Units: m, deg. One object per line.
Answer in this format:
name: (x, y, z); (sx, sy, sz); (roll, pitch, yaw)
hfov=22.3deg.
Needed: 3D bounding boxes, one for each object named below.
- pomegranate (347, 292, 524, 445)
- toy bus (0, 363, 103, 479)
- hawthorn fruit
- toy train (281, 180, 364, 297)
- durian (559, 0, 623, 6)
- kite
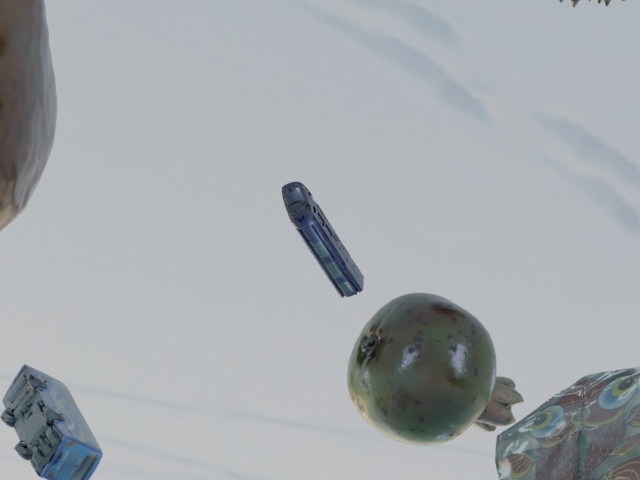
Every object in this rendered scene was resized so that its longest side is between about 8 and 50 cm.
pomegranate: (0.087, 0.101, 1.178); (0.142, 0.114, 0.114); (27, 161, -31)
toy bus: (-0.238, 0.163, 1.430); (0.061, 0.051, 0.153); (32, -175, -28)
hawthorn fruit: (-0.363, -0.115, 1.385); (0.308, 0.325, 0.308); (51, 172, 10)
toy train: (0.000, 0.000, 0.943); (0.017, 0.017, 0.083); (-20, 127, 19)
durian: (0.229, -0.314, 1.335); (0.258, 0.258, 0.293); (5, -165, 26)
kite: (0.122, 0.161, 0.826); (0.016, 0.229, 0.127); (37, 137, -22)
